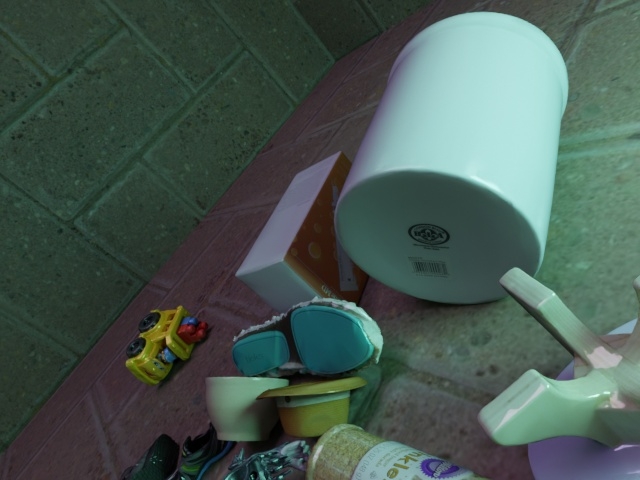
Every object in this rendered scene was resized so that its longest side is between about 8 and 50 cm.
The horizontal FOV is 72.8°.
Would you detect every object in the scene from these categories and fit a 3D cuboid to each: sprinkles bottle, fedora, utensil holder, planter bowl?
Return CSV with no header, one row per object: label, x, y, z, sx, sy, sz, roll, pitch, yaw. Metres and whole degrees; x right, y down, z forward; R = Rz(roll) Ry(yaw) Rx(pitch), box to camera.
sprinkles bottle,0.127,0.293,0.451,0.355,0.121,0.121,-10,42,53
fedora,-0.010,0.273,0.711,0.194,0.194,0.079,-23,69,40
utensil holder,0.225,-0.136,0.735,0.327,0.327,0.386,-18,37,45
planter bowl,-0.142,0.320,0.823,0.162,0.162,0.109,-19,61,44

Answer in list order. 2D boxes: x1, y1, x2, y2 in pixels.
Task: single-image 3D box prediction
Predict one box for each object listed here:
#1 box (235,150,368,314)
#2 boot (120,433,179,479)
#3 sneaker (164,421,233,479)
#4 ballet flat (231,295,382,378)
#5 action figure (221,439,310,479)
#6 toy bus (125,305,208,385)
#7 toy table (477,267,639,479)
box,0.000,0.000,1.002,0.168,0.215,0.345,-19,35,44
boot,-0.402,0.547,0.928,0.161,0.083,0.246,-45,7,9
sneaker,-0.261,0.441,0.883,0.188,0.078,0.067,-46,24,-1
ballet flat,-0.022,0.187,0.855,0.408,0.147,0.147,-20,34,43
action figure,-0.077,0.378,0.623,0.276,0.140,0.164,103,164,-61
toy bus,-0.458,0.317,1.347,0.211,0.150,0.220,-15,36,21
toy table,0.290,0.127,0.411,0.274,0.161,0.252,-48,24,-5
